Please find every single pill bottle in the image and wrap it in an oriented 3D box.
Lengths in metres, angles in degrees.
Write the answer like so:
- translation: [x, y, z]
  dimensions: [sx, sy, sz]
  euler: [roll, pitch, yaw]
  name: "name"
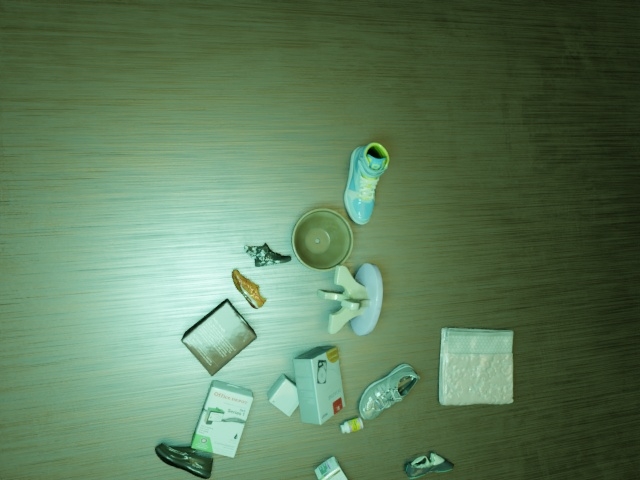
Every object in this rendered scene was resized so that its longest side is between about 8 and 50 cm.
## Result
- translation: [0.121, 0.723, 1.716]
  dimensions: [0.083, 0.043, 0.044]
  euler: [-13, 90, -13]
  name: "pill bottle"

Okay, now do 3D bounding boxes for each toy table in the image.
- translation: [0.115, 0.219, 1.655]
  dimensions: [0.160, 0.252, 0.275]
  euler: [7, 81, -29]
  name: "toy table"

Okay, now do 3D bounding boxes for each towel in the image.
- translation: [0.659, 0.528, 1.846]
  dimensions: [0.331, 0.053, 0.317]
  euler: [4, 87, -12]
  name: "towel"

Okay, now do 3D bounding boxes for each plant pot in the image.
- translation: [0.000, 0.000, 1.690]
  dimensions: [0.237, 0.110, 0.238]
  euler: [1, 87, -12]
  name: "plant pot"

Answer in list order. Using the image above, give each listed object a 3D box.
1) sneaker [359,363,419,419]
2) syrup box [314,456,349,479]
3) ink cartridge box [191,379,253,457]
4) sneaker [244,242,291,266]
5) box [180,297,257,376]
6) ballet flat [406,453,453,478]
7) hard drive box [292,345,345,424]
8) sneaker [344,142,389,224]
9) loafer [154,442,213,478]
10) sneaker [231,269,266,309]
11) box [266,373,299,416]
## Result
- translation: [0.267, 0.591, 1.719]
  dimensions: [0.281, 0.115, 0.105]
  euler: [-41, 96, -12]
  name: "sneaker"
- translation: [0.081, 0.958, 1.669]
  dimensions: [0.096, 0.093, 0.237]
  euler: [-33, 95, -12]
  name: "syrup box"
- translation: [-0.351, 0.637, 1.586]
  dimensions: [0.160, 0.092, 0.220]
  euler: [19, 84, -12]
  name: "ink cartridge box"
- translation: [-0.199, 0.049, 1.672]
  dimensions: [0.170, 0.051, 0.089]
  euler: [-9, 94, -10]
  name: "sneaker"
- translation: [-0.358, 0.336, 1.562]
  dimensions: [0.203, 0.167, 0.168]
  euler: [-39, 95, -12]
  name: "box"
- translation: [0.439, 0.898, 1.769]
  dimensions: [0.203, 0.074, 0.074]
  euler: [-6, 89, -11]
  name: "ballet flat"
- translation: [-0.003, 0.527, 1.626]
  dimensions: [0.181, 0.089, 0.232]
  euler: [-8, 90, -57]
  name: "hard drive box"
- translation: [0.179, -0.226, 1.692]
  dimensions: [0.127, 0.208, 0.319]
  euler: [2, 87, -14]
  name: "sneaker"
- translation: [-0.481, 0.770, 1.568]
  dimensions: [0.220, 0.080, 0.078]
  euler: [30, 48, -9]
  name: "loafer"
- translation: [-0.271, 0.176, 1.653]
  dimensions: [0.067, 0.064, 0.175]
  euler: [-42, 102, -32]
  name: "sneaker"
- translation: [-0.129, 0.574, 1.643]
  dimensions: [0.102, 0.087, 0.101]
  euler: [41, 80, -8]
  name: "box"
